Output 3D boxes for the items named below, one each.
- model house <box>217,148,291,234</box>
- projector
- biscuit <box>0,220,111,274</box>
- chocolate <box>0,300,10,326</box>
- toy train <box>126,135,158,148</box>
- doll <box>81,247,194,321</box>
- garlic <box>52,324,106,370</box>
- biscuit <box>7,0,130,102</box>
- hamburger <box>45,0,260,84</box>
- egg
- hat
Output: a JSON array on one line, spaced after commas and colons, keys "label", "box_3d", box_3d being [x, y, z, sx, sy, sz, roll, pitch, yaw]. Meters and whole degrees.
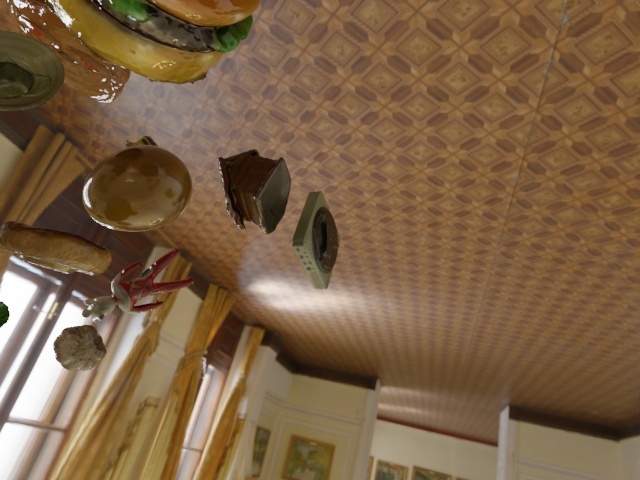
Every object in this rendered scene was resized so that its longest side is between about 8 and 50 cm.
[{"label": "model house", "box_3d": [-0.234, -0.169, 1.481, 0.229, 0.219, 0.199, 22, 148, 25]}, {"label": "projector", "box_3d": [0.000, 0.000, 1.559, 0.079, 0.259, 0.257, -3, 137, 23]}, {"label": "biscuit", "box_3d": [-0.667, 0.033, 1.138, 0.213, 0.091, 0.274, 5, 162, 27]}, {"label": "chocolate", "box_3d": [-1.146, 0.295, 1.468, 0.291, 0.110, 0.110, -32, 133, 26]}, {"label": "toy train", "box_3d": [-0.725, -0.347, 1.864, 0.219, 0.127, 0.089, 52, -172, -8]}, {"label": "doll", "box_3d": [-0.653, 0.175, 1.585, 0.099, 0.384, 0.188, 2, 114, 53]}, {"label": "garlic", "box_3d": [-0.769, 0.341, 1.413, 0.102, 0.147, 0.159, -2, 147, 40]}, {"label": "biscuit", "box_3d": [-0.721, -0.561, 1.289, 0.350, 0.078, 0.455, 30, 158, -13]}, {"label": "hamburger", "box_3d": [-0.289, -0.522, 0.843, 0.396, 0.395, 0.277, 29, 140, -28]}, {"label": "egg", "box_3d": [-0.545, -0.151, 1.326, 0.322, 0.250, 0.250, -15, 149, 7]}, {"label": "hat", "box_3d": [-0.762, -0.381, 1.081, 0.252, 0.252, 0.110, 21, 148, -13]}]
